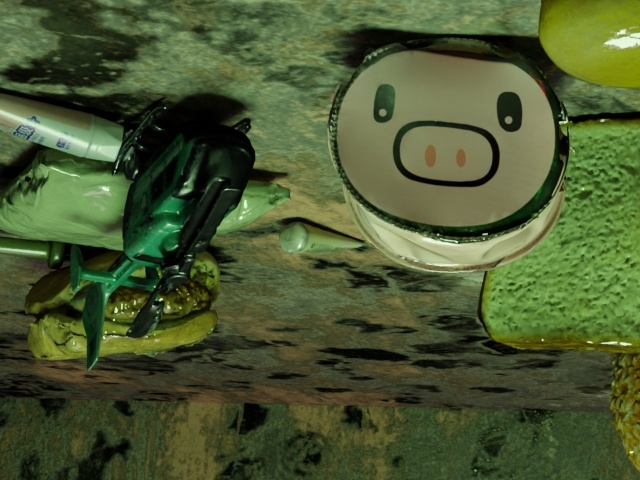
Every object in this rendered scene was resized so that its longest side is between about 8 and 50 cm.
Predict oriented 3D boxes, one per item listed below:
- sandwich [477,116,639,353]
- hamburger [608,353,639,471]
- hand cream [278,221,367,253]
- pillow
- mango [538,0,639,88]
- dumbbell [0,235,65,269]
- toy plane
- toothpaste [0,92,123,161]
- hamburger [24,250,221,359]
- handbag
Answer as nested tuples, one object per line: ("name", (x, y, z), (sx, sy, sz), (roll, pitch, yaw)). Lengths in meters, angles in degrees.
("sandwich", (0.242, -0.003, 1.204), (0.186, 0.215, 0.065), (-3, 166, 24))
("hamburger", (0.564, 0.211, 1.770), (0.250, 0.330, 0.330), (17, 160, -40))
("hand cream", (0.000, 0.000, 1.644), (0.061, 0.039, 0.143), (-13, 169, 29))
("pillow", (-0.215, -0.032, 1.466), (0.274, 0.076, 0.280), (9, 165, -26))
("mango", (0.246, -0.156, 0.878), (0.194, 0.092, 0.130), (-12, 159, 18))
("dumbbell", (-0.398, 0.010, 1.726), (0.118, 0.046, 0.052), (7, 160, -15))
("toy plane", (-0.160, -0.010, 1.280), (0.106, 0.155, 0.381), (13, 146, -31))
("toothpaste", (-0.285, -0.117, 1.231), (0.194, 0.043, 0.067), (15, 164, -20))
("hamburger", (-0.266, 0.087, 1.776), (0.259, 0.145, 0.283), (1, 173, -36))
("handbag", (0.108, -0.068, 1.072), (0.205, 0.179, 0.116), (4, 173, 2))
